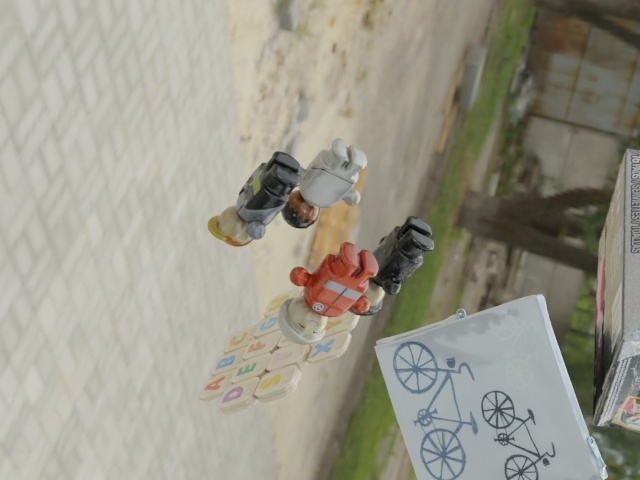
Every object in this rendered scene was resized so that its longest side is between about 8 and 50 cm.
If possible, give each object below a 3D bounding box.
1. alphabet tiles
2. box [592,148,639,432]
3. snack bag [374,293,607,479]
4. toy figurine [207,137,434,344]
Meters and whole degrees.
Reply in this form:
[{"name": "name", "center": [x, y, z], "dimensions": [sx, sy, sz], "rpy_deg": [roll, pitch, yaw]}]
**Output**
[{"name": "alphabet tiles", "center": [-0.059, 0.156, 1.780], "dimensions": [0.021, 0.278, 0.284], "rpy_deg": [55, 32, -21]}, {"name": "box", "center": [0.362, 0.053, 1.160], "dimensions": [0.163, 0.142, 0.247], "rpy_deg": [90, 10, -50]}, {"name": "snack bag", "center": [0.271, 0.270, 1.887], "dimensions": [0.037, 0.343, 0.323], "rpy_deg": [-6, 75, -55]}, {"name": "toy figurine", "center": [0.000, 0.000, 1.347], "dimensions": [0.148, 0.209, 0.213], "rpy_deg": [-49, 166, 34]}]
